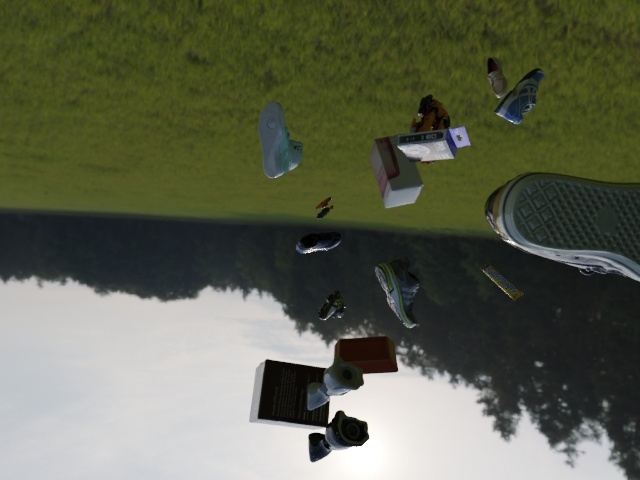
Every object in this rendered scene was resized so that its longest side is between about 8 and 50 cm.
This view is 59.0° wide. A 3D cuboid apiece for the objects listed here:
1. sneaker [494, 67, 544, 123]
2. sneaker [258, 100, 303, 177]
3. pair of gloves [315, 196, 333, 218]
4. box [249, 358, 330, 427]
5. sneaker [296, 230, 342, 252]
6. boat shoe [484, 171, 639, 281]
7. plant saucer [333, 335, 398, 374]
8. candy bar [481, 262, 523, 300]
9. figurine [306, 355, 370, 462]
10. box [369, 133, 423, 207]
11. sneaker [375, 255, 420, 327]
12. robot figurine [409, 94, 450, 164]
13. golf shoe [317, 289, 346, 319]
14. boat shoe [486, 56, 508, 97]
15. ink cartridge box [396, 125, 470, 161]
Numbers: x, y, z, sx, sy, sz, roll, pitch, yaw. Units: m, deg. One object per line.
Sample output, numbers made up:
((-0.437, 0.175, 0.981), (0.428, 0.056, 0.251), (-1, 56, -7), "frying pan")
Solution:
((0.592, -0.418, 1.648), (0.081, 0.211, 0.080), (40, 163, 7), "sneaker")
((-0.125, -0.351, 1.907), (0.094, 0.256, 0.151), (22, -147, 33), "sneaker")
((0.015, -0.114, 1.980), (0.074, 0.083, 0.010), (-35, 125, 24), "pair of gloves")
((-0.087, 0.452, 1.647), (0.203, 0.167, 0.168), (11, 158, -12), "box")
((0.000, 0.000, 2.646), (0.232, 0.082, 0.090), (-17, 163, -18), "sneaker")
((0.535, -0.023, 1.050), (0.499, 0.187, 0.156), (10, -177, -12), "boat shoe")
((0.179, 0.461, 2.311), (0.258, 0.048, 0.258), (-3, -163, 4), "plant saucer")
((0.593, 0.134, 1.858), (0.161, 0.040, 0.018), (50, 173, 34), "candy bar")
((0.021, 0.421, 1.394), (0.092, 0.215, 0.209), (15, 143, -25), "figurine")
((0.284, -0.264, 2.155), (0.126, 0.233, 0.149), (-11, 158, -9), "box")
((0.292, 0.181, 1.947), (0.121, 0.300, 0.111), (-28, -144, -5), "sneaker")
((0.461, -0.477, 2.404), (0.085, 0.291, 0.211), (-13, 135, 46), "robot figurine")
((0.057, 0.272, 2.242), (0.077, 0.094, 0.198), (-33, -173, 30), "golf shoe")
((0.631, -0.594, 2.050), (0.059, 0.170, 0.063), (19, 145, -35), "boat shoe")
((0.367, -0.303, 1.808), (0.208, 0.045, 0.206), (-5, 171, 21), "ink cartridge box")
